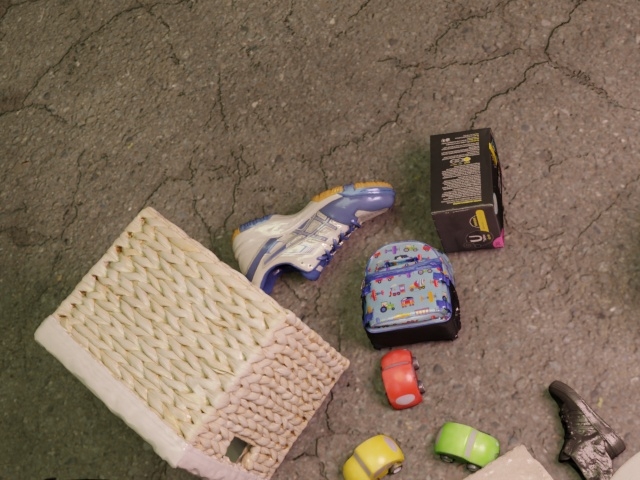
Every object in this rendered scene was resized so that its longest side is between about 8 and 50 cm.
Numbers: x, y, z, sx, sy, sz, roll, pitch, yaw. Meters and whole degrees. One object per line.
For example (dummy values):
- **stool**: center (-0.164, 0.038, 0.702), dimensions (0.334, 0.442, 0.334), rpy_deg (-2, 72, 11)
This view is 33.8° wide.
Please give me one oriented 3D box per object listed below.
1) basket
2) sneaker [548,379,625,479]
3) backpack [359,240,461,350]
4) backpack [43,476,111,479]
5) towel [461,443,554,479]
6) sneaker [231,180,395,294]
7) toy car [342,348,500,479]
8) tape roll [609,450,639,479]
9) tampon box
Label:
- **basket**: center (-0.185, 0.172, 1.599), dimensions (0.331, 0.328, 0.266), rpy_deg (34, 83, 27)
- **sneaker**: center (0.373, 0.288, 1.530), dimensions (0.089, 0.051, 0.170), rpy_deg (-40, 63, -9)
- **backpack**: center (0.140, 0.072, 1.678), dimensions (0.158, 0.117, 0.173), rpy_deg (-8, 60, 13)
- **backpack**: center (-0.349, 0.447, 1.582), dimensions (0.253, 0.225, 0.191), rpy_deg (7, 83, 10)
- **towel**: center (0.227, 0.424, 1.478), dimensions (0.282, 0.049, 0.187), rpy_deg (-25, 57, -15)
- **sneaker**: center (0.000, 0.000, 1.778), dimensions (0.296, 0.112, 0.131), rpy_deg (-23, 71, 14)
- **toy car**: center (0.161, 0.289, 1.598), dimensions (0.224, 0.053, 0.239), rpy_deg (13, 70, 24)
- **tape roll**: center (0.485, 0.432, 1.283), dimensions (0.392, 0.072, 0.392), rpy_deg (-25, 59, 50)
- **tampon box**: center (0.239, -0.081, 1.707), dimensions (0.101, 0.120, 0.161), rpy_deg (-7, 55, 16)
